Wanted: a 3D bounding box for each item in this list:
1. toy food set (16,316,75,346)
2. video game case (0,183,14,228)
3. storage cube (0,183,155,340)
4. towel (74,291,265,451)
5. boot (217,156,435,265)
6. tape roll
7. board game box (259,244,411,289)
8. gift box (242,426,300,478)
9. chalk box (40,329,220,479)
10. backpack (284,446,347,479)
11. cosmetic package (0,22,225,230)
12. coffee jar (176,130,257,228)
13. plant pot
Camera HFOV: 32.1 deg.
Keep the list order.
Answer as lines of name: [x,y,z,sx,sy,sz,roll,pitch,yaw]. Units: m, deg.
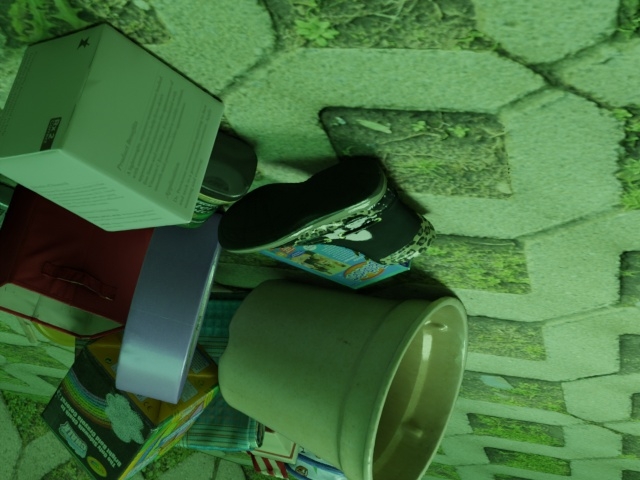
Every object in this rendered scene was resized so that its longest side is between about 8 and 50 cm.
toy food set: [-0.526,0.154,2.299,0.218,0.071,0.128,1,133,28]
video game case: [-0.441,0.011,1.880,0.300,0.036,0.329,22,158,-22]
storage cube: [-0.361,0.018,1.611,0.184,0.193,0.215,24,158,-25]
towel: [-0.269,0.224,1.944,0.370,0.271,0.040,0,174,19]
boot: [0.010,-0.010,1.386,0.236,0.085,0.178,-19,148,26]
tape roll: [-0.207,0.086,1.566,0.090,0.274,0.275,16,160,-3]
board game box: [0.000,0.000,1.527,0.210,0.047,0.160,22,158,-21]
gift box: [-0.121,0.283,2.083,0.276,0.255,0.258,16,160,14]
chalk box: [-0.316,0.271,1.811,0.180,0.179,0.289,48,133,9]
backpack: [0.028,0.397,2.279,0.277,0.213,0.263,13,-179,3]
cosmetic package: [-0.234,-0.116,1.216,0.151,0.151,0.184,-5,152,43]
coffee jar: [-0.150,-0.075,1.379,0.096,0.079,0.184,21,159,-20]
plant pot: [0.024,0.203,1.736,0.305,0.333,0.334,18,164,26]
